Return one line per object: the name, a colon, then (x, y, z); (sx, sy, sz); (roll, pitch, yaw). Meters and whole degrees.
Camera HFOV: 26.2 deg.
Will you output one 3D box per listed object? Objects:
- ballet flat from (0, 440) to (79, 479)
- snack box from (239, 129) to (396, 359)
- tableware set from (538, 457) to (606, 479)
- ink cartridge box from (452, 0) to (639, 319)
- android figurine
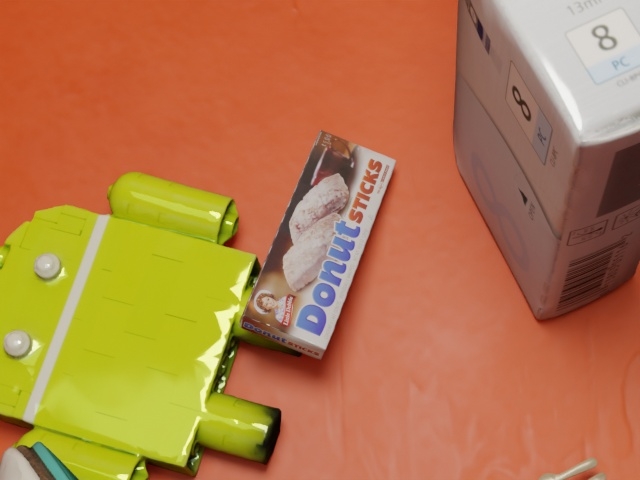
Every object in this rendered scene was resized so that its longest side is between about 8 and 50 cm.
ballet flat: (-0.096, 0.302, 0.867); (0.400, 0.139, 0.139); (44, 79, 10)
snack box: (0.000, 0.000, 1.009); (0.064, 0.022, 0.178); (22, 56, -1)
tableware set: (0.147, 0.224, 0.943); (0.154, 0.024, 0.104); (-26, 72, -5)
ink cartridge box: (0.106, -0.167, 0.938); (0.091, 0.308, 0.385); (-26, 69, -5)
android figurine: (-0.150, 0.069, 1.016); (0.273, 0.056, 0.248); (16, 73, 10)
